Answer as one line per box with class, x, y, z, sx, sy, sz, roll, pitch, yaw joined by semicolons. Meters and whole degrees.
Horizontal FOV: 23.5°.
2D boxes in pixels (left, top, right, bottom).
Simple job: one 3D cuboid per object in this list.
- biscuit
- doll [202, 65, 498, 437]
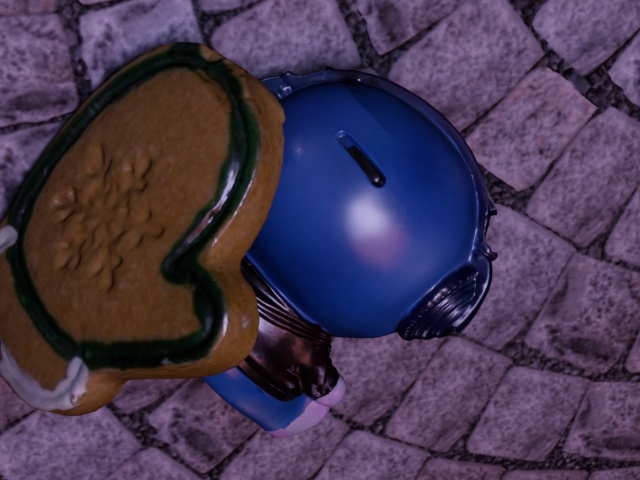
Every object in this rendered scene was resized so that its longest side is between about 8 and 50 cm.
biscuit;-0.156;0.006;1.283;0.344;0.287;0.057;-48;145;16
doll;0.000;0.000;1.361;0.310;0.284;0.240;-41;167;3
